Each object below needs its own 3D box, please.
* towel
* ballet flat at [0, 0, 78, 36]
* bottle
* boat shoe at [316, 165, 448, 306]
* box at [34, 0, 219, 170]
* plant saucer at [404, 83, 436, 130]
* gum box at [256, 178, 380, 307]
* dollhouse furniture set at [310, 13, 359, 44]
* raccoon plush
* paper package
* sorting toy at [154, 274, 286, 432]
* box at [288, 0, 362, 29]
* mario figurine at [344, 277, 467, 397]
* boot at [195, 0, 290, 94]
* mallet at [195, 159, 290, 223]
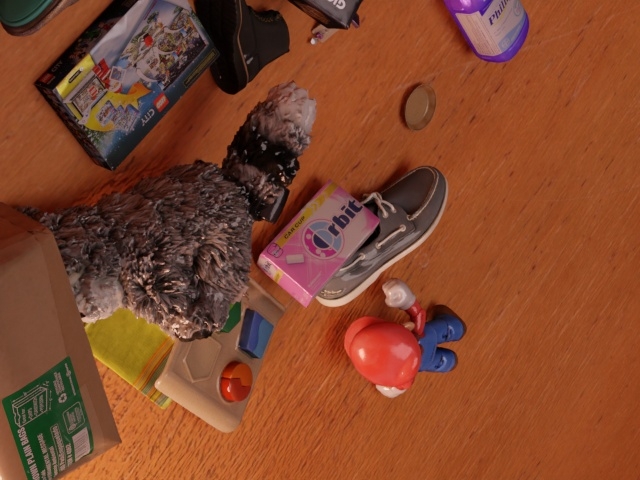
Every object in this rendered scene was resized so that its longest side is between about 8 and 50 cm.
[{"bbox_3d":[-0.267,0.161,1.835,0.102,0.021,0.237,-57,139,-14],"label":"towel"},{"bbox_3d":[-0.286,-0.379,1.506,0.316,0.108,0.106,-65,154,-2],"label":"ballet flat"},{"bbox_3d":[0.265,-0.425,2.102,0.118,0.092,0.283,-61,140,-18],"label":"bottle"},{"bbox_3d":[0.098,-0.027,2.085,0.319,0.116,0.099,-45,139,-18],"label":"boat shoe"},{"bbox_3d":[-0.253,-0.230,1.651,0.233,0.044,0.159,-51,138,-19],"label":"box"},{"bbox_3d":[0.170,-0.232,2.146,0.083,0.015,0.083,-22,122,-40],"label":"plant saucer"},{"bbox_3d":[0.000,0.000,1.980,0.188,0.107,0.062,-48,174,-22],"label":"gum box"},{"bbox_3d":[-0.007,-0.361,1.894,0.081,0.091,0.114,-35,118,22],"label":"dollhouse furniture set"},{"bbox_3d":[-0.234,-0.067,1.635,0.299,0.216,0.446,28,83,-45],"label":"raccoon plush"},{"bbox_3d":[-0.411,0.107,1.424,0.168,0.309,0.324,-34,131,-33],"label":"paper package"},{"bbox_3d":[-0.168,0.143,1.897,0.307,0.041,0.229,45,63,-48],"label":"sorting toy"},{"bbox_3d":[-0.016,-0.491,1.704,0.296,0.073,0.293,31,82,-28],"label":"box"},{"bbox_3d":[0.136,0.178,2.251,0.320,0.170,0.198,3,68,-59],"label":"mario figurine"},{"bbox_3d":[-0.103,-0.324,1.765,0.137,0.077,0.197,-40,147,-35],"label":"boot"},{"bbox_3d":[-0.116,-0.090,1.880,0.190,0.039,0.062,36,81,-46],"label":"mallet"}]
